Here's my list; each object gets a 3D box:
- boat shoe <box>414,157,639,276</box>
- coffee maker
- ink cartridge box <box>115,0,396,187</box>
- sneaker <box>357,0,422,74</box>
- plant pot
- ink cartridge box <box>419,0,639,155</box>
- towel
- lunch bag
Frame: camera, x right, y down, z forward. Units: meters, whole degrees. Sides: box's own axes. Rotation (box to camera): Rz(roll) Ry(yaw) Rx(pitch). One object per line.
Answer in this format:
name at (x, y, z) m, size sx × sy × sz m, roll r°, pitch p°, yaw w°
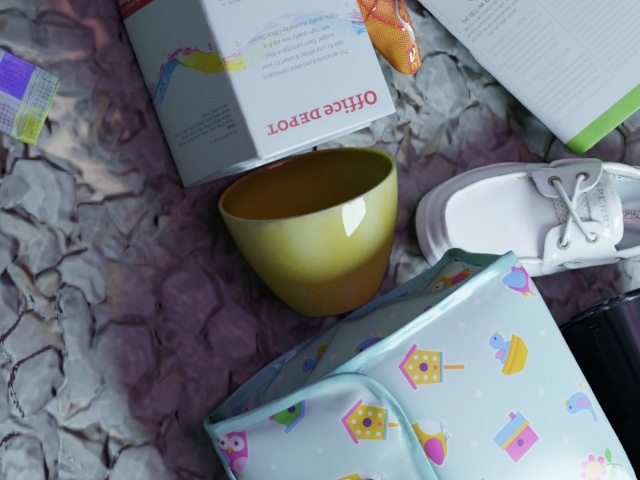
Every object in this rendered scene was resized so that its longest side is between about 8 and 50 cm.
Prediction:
boat shoe at (0.207, -0.025, 1.564) m, size 0.277 × 0.096 × 0.098 m, roll -7°, pitch 85°, yaw -31°
coffee maker at (0.266, 0.129, 1.543) m, size 0.171 × 0.120 × 0.178 m, roll -12°, pitch 76°, yaw -53°
ink cartridge box at (-0.052, -0.144, 1.418) m, size 0.128 × 0.127 × 0.176 m, roll -20°, pitch 91°, yaw -32°
sneaker at (0.017, -0.197, 1.518) m, size 0.067 × 0.064 × 0.175 m, roll -39°, pitch 100°, yaw -5°
plant pot at (0.000, 0.000, 1.433) m, size 0.134 × 0.134 × 0.095 m, roll -27°, pitch 115°, yaw -31°
ink cartridge box at (0.186, -0.220, 1.529) m, size 0.255 × 0.189 × 0.097 m, roll 44°, pitch 47°, yaw -4°
towel at (-0.230, -0.109, 1.377) m, size 0.083 × 0.009 × 0.060 m, roll 28°, pitch 67°, yaw -23°
lunch bag at (0.068, 0.159, 1.418) m, size 0.262 × 0.160 × 0.223 m, roll -32°, pitch 101°, yaw -19°
